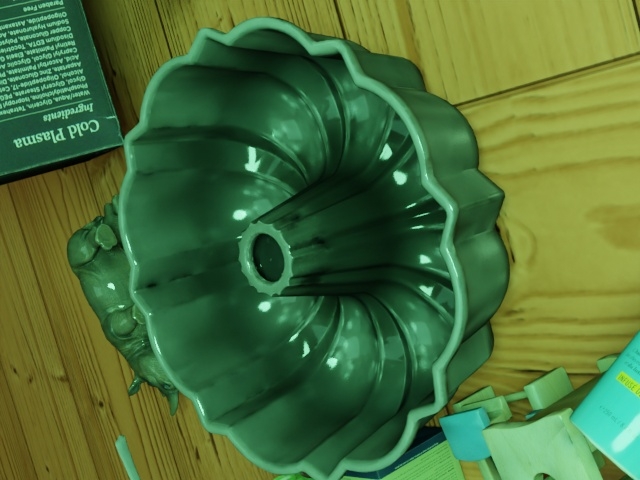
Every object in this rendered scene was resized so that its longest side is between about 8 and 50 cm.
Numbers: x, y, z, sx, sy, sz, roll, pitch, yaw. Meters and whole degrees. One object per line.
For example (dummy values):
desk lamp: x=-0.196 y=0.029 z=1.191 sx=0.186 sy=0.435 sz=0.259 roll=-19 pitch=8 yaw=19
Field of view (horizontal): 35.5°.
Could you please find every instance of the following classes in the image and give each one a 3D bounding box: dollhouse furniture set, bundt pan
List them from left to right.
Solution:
bundt pan: x=0.000 y=0.000 z=0.736 sx=0.331 sy=0.124 sz=0.330 roll=14 pitch=111 yaw=39
dollhouse furniture set: x=0.151 y=0.160 z=0.639 sx=0.184 sy=0.129 sz=0.129 roll=-28 pitch=84 yaw=52

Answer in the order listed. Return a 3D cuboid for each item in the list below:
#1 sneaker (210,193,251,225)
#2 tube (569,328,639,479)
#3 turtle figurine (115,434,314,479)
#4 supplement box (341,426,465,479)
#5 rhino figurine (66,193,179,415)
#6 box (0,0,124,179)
sneaker: x=-0.103 y=0.010 z=0.944 sx=0.094 sy=0.081 sz=0.208 roll=55 pitch=146 yaw=1
tube: x=0.213 y=0.030 z=0.504 sx=0.080 sy=0.052 sz=0.207 roll=42 pitch=95 yaw=28
turtle figurine: x=-0.075 y=0.222 z=0.843 sx=0.266 sy=0.198 sz=0.274 roll=-110 pitch=-2 yaw=-80
supplement box: x=0.069 y=0.203 z=0.799 sx=0.056 sy=0.083 sz=0.083 roll=-11 pitch=98 yaw=54
rhino figurine: x=-0.207 y=0.079 z=1.099 sx=0.106 sy=0.073 sz=0.243 roll=-29 pitch=84 yaw=49
box: x=-0.335 y=-0.208 z=0.957 sx=0.343 sy=0.179 sz=0.312 roll=-176 pitch=68 yaw=-72
